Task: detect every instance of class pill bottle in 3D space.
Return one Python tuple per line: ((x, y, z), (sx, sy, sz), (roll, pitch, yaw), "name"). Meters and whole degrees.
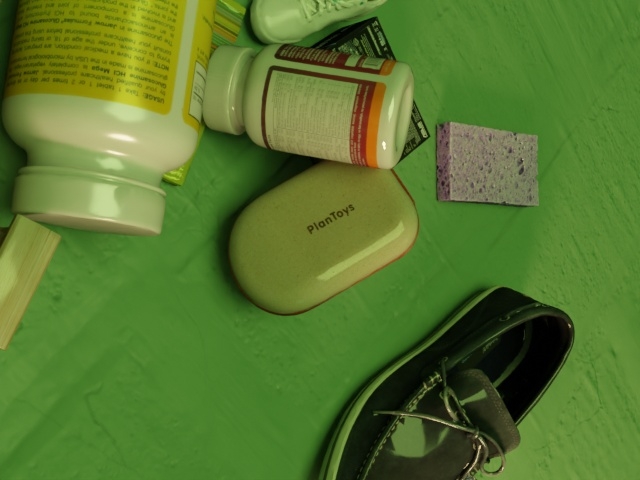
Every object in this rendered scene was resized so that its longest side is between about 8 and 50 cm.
((-0.205, -0.179, 0.818), (0.188, 0.188, 0.334), (12, 82, -38), "pill bottle")
((-0.013, -0.156, 0.943), (0.121, 0.221, 0.121), (12, 90, -77), "pill bottle")

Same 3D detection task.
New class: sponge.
((0.262, -0.115, 1.291), (0.210, 0.031, 0.117), (1, 88, -39), "sponge")

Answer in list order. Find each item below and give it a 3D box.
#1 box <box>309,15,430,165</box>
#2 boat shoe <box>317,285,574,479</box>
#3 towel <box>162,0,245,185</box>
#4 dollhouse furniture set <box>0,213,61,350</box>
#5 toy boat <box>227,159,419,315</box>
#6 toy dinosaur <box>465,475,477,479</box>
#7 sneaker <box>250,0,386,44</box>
((0.042, -0.174, 1.085), (0.147, 0.077, 0.180), (-41, 113, -32), "box")
((0.181, 0.238, 1.145), (0.500, 0.156, 0.187), (-40, 115, -31), "boat shoe")
((-0.166, -0.189, 0.959), (0.102, 0.021, 0.237), (25, 75, -30), "towel")
((-0.373, -0.010, 0.697), (0.242, 0.161, 0.212), (32, 70, -34), "dollhouse furniture set")
((0.000, 0.000, 1.017), (0.231, 0.151, 0.151), (-29, 76, -9), "toy boat")
((0.217, 0.366, 1.257), (0.090, 0.047, 0.082), (44, 48, -67), "toy dinosaur")
((0.009, -0.304, 1.051), (0.212, 0.094, 0.080), (-28, 108, -35), "sneaker")
